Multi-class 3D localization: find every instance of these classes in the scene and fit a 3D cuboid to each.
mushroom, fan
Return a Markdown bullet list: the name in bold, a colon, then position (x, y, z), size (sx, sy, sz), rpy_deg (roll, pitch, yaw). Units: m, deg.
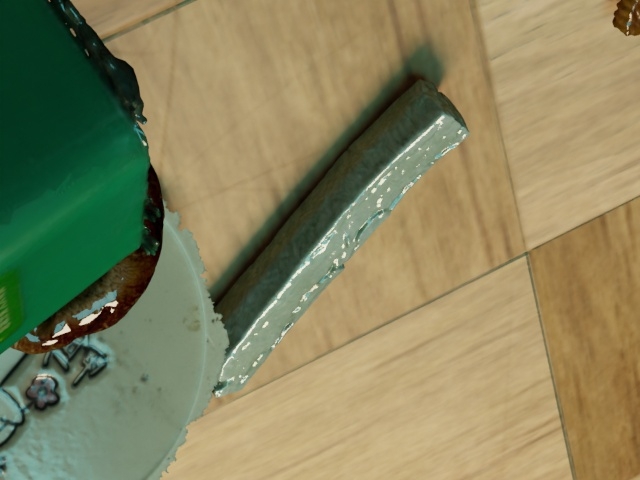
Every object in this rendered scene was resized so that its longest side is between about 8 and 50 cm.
- **mushroom**: position (-0.167, 0.003, 1.010), size (0.170, 0.135, 0.080), rpy_deg (-39, -175, -18)
- **fan**: position (-0.224, 0.129, 1.048), size (0.415, 0.012, 0.233), rpy_deg (-49, 113, -13)

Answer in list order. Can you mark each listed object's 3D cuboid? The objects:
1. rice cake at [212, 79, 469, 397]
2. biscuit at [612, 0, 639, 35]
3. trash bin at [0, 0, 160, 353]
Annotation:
- **rice cake**: position (0.000, 0.000, 1.159), size (0.042, 0.045, 0.245), rpy_deg (21, 116, -45)
- **biscuit**: position (0.283, -0.190, 1.164), size (0.206, 0.025, 0.126), rpy_deg (-10, 134, -24)
- **trash bin**: position (-0.286, -0.004, 0.810), size (0.381, 0.295, 0.259), rpy_deg (-33, 171, -15)
